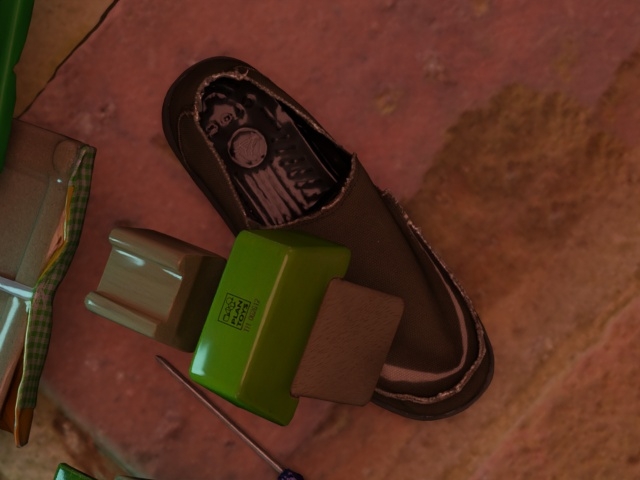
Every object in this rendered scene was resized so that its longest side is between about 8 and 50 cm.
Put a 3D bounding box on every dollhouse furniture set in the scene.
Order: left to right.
[{"bbox_3d":[-0.121,0.054,0.952,0.301,0.151,0.197,20,91,32],"label":"dollhouse furniture set"}]

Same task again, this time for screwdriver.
[{"bbox_3d":[-0.034,0.125,0.990,0.170,0.024,0.025,38,58,3],"label":"screwdriver"}]

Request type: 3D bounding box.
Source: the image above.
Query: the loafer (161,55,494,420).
[{"bbox_3d":[0.000,0.000,0.964,0.094,0.087,0.251,-43,88,-3],"label":"loafer"}]

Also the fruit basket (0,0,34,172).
[{"bbox_3d":[-0.316,-0.205,0.852,0.392,0.283,0.392,6,107,21],"label":"fruit basket"}]
